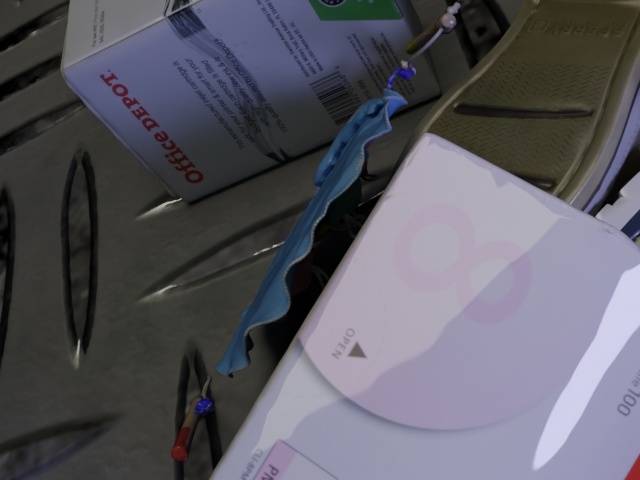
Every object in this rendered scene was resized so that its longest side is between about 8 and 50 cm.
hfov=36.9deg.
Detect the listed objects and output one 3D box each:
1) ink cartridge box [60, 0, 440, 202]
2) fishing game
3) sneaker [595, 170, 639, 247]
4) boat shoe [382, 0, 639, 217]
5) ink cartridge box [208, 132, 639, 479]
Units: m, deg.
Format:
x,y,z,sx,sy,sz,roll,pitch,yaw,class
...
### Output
x,y,z,sx,sy,sz,roll,pitch,yaw,class
-0.046,-0.132,0.649,0.208,0.153,0.087,-22,48,15,ink cartridge box
0.000,0.000,0.533,0.264,0.041,0.189,-59,4,-1,fishing game
0.134,0.063,0.446,0.235,0.090,0.095,-48,61,-4,sneaker
0.136,-0.064,0.520,0.113,0.103,0.302,24,77,42,boat shoe
0.093,0.092,0.382,0.232,0.066,0.189,30,86,21,ink cartridge box
